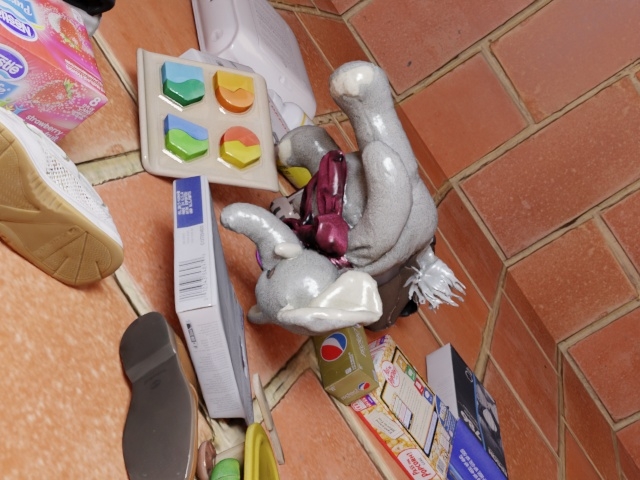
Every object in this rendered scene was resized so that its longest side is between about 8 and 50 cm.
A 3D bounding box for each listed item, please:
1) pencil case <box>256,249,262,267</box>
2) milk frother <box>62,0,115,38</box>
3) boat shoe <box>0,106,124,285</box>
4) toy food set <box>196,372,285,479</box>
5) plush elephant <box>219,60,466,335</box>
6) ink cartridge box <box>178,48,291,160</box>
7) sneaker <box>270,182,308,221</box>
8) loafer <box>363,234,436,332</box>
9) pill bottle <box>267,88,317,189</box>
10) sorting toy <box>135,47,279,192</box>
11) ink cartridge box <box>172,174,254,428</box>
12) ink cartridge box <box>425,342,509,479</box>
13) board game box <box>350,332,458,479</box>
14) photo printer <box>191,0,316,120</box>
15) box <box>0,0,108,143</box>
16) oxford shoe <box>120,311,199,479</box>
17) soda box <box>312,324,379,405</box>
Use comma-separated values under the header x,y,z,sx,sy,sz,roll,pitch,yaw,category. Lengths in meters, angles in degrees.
x,y,z,sx,sy,sz,roll,pitch,yaw,category
-0.033,0.029,1.436,0.151,0.064,0.070,26,51,-60,pencil case
-0.319,-0.256,1.140,0.134,0.129,0.143,12,90,-66,milk frother
-0.284,-0.066,0.872,0.277,0.098,0.096,53,14,-45,boat shoe
-0.080,0.248,0.925,0.218,0.071,0.128,-93,170,-55,toy food set
0.000,0.000,1.184,0.330,0.255,0.272,59,-25,-4,plush elephant
-0.142,-0.192,1.482,0.160,0.092,0.219,60,17,8,ink cartridge box
0.044,-0.053,1.628,0.106,0.162,0.281,61,18,14,sneaker
0.122,0.074,1.727,0.366,0.133,0.130,-28,109,-63,loafer
-0.052,-0.175,1.685,0.184,0.103,0.103,45,20,-33,pill bottle
-0.149,-0.166,1.312,0.208,0.038,0.193,9,60,-32,sorting toy
-0.120,0.079,1.075,0.223,0.045,0.224,-102,-179,-50,ink cartridge box
0.258,0.330,1.704,0.165,0.065,0.333,52,18,-17,ink cartridge box
0.128,0.257,1.453,0.193,0.045,0.147,52,30,-15,board game box
-0.123,-0.349,1.796,0.256,0.107,0.308,41,23,-41,photo printer
-0.335,-0.192,0.899,0.257,0.122,0.128,31,32,-56,box
-0.137,0.162,0.903,0.076,0.076,0.212,54,14,-40,oxford shoe
0.028,0.144,1.401,0.058,0.061,0.181,42,22,-39,soda box
